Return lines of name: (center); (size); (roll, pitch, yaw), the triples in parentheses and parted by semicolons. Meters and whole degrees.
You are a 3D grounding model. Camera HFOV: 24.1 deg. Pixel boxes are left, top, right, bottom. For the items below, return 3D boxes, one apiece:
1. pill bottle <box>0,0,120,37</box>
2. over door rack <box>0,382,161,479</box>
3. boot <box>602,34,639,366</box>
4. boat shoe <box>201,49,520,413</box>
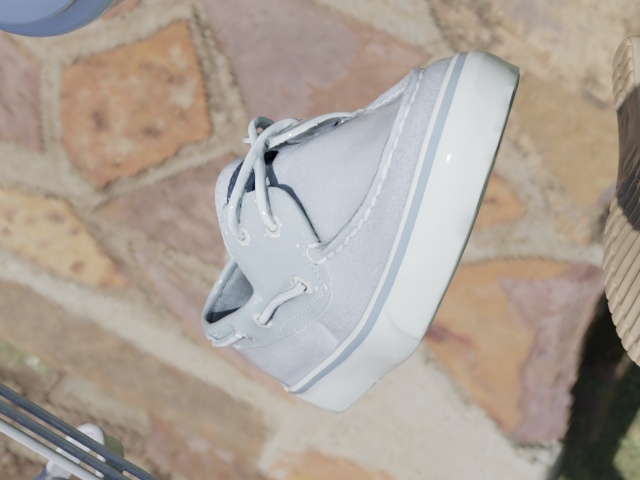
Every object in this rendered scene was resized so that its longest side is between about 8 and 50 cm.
pill bottle: (-0.158, -0.175, 0.862); (0.112, 0.186, 0.112); (0, 104, 0)
over door rack: (-0.107, 0.203, 0.609); (0.108, 0.324, 0.239); (-41, 123, 19)
boot: (0.289, -0.022, 0.948); (0.207, 0.248, 0.090); (10, 152, -8)
boat shoe: (0.000, -0.001, 0.515); (0.081, 0.079, 0.227); (22, 154, -4)
